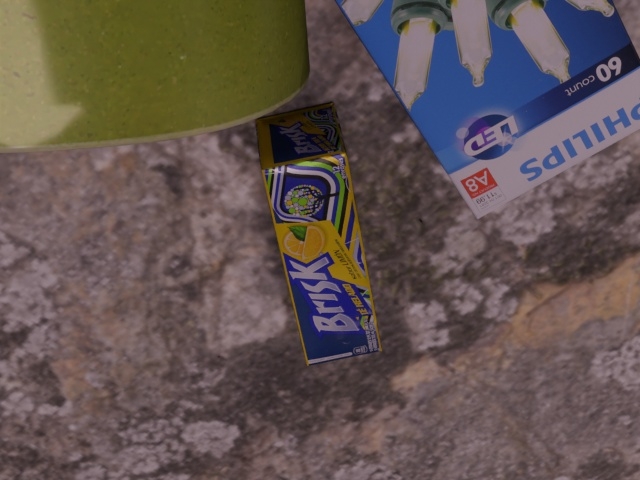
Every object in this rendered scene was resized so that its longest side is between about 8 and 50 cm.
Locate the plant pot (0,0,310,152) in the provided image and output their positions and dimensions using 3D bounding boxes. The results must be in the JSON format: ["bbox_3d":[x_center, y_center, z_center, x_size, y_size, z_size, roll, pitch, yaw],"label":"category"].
[{"bbox_3d":[-0.133,-0.219,0.548,0.274,0.275,0.294,-1,113,-10],"label":"plant pot"}]

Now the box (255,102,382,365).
[{"bbox_3d":[0.000,0.000,0.848,0.054,0.059,0.169,-12,128,1],"label":"box"}]

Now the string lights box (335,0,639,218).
[{"bbox_3d":[0.082,-0.148,0.738,0.133,0.077,0.260,-30,127,11],"label":"string lights box"}]
